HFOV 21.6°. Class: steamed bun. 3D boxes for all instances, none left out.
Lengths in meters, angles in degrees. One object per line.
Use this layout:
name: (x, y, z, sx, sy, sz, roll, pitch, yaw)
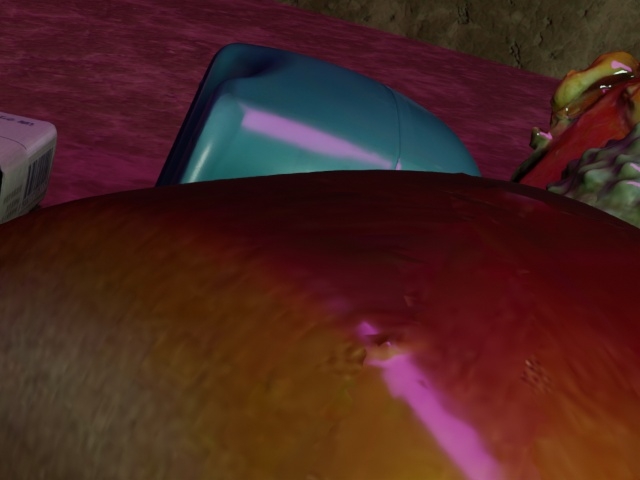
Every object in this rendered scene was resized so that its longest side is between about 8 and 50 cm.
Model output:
steamed bun: (0.012, 0.102, 0.515, 0.235, 0.248, 0.379, -1, 20, -41)

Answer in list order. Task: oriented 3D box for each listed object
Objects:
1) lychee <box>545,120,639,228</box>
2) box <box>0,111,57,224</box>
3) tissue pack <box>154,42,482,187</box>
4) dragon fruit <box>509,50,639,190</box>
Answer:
lychee: (0.217, 0.052, 0.941, 0.255, 0.255, 0.274, -2, -7, -44)
box: (-0.300, -0.050, 1.207, 0.168, 0.071, 0.259, 13, 13, 1)
tissue pack: (0.000, 0.000, 1.004, 0.206, 0.198, 0.287, 22, 10, -9)
dragon fruit: (0.264, -0.029, 1.210, 0.296, 0.263, 0.314, 8, 15, -15)
